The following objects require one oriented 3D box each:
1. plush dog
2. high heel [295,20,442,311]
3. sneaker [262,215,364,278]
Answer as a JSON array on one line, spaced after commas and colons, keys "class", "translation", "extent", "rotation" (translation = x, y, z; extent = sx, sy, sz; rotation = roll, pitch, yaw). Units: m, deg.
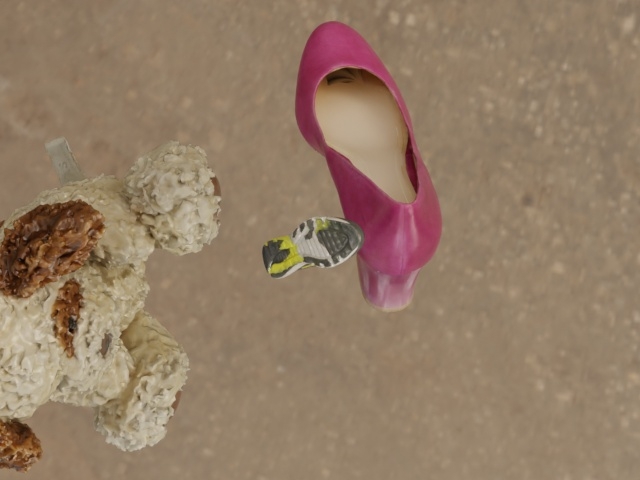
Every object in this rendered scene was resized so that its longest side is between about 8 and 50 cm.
[{"class": "plush dog", "translation": [-0.208, 0.046, 1.150], "extent": [0.211, 0.225, 0.262], "rotation": [18, 110, 8]}, {"class": "high heel", "translation": [0.030, -0.079, 1.025], "extent": [0.082, 0.244, 0.117], "rotation": [-2, 146, -6]}, {"class": "sneaker", "translation": [0.000, 0.000, 0.910], "extent": [0.083, 0.035, 0.031], "rotation": [-14, 95, 48]}]
